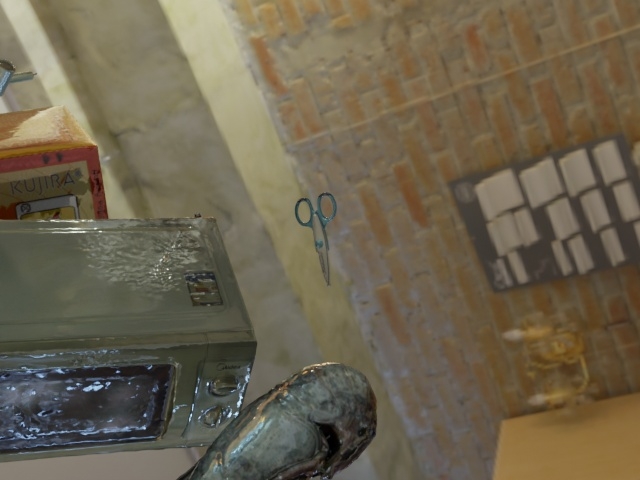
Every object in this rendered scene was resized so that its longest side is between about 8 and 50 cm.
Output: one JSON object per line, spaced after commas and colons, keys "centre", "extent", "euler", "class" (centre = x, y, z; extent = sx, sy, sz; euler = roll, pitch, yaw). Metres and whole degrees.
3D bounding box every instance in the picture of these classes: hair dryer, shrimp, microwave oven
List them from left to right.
{"centre": [-0.562, -0.304, 1.742], "extent": [0.038, 0.063, 0.124], "euler": [44, -153, 8], "class": "hair dryer"}
{"centre": [-0.170, 0.074, 0.708], "extent": [0.163, 0.204, 0.129], "euler": [-114, 32, -47], "class": "microwave oven"}
{"centre": [-0.057, 0.166, 0.627], "extent": [0.079, 0.233, 0.090], "euler": [55, 167, -24], "class": "shrimp"}

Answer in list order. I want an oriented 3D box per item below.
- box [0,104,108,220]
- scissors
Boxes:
{"centre": [-0.397, 0.005, 1.088], "extent": [0.214, 0.283, 0.260], "euler": [-142, 45, -60], "class": "box"}
{"centre": [0.000, 0.000, 1.190], "extent": [0.014, 0.058, 0.119], "euler": [13, -114, -68], "class": "scissors"}
